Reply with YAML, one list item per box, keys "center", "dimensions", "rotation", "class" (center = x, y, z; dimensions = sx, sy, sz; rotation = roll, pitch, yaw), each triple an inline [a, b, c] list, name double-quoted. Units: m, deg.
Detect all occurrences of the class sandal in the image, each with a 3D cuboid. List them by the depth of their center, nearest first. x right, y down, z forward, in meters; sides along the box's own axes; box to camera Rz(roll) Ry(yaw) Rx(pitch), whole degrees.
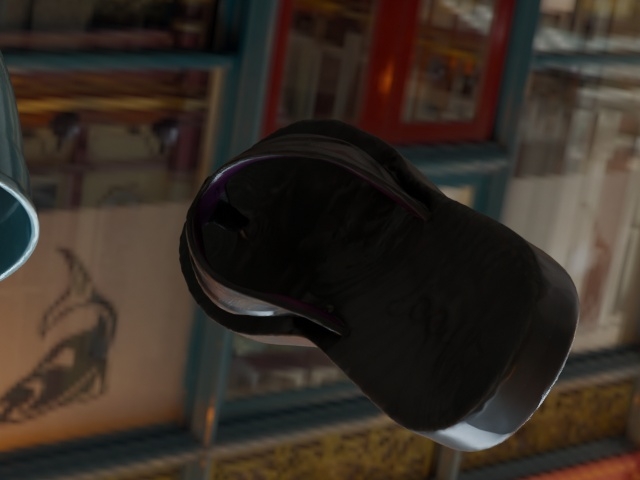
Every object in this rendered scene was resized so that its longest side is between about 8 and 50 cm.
- center: [0.002, -0.002, 1.097]
  dimensions: [0.107, 0.167, 0.446]
  rotation: [30, 177, -29]
  class: "sandal"

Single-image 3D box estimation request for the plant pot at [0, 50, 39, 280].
- center: [-0.366, -0.113, 1.337]
  dimensions: [0.272, 0.271, 0.255]
  rotation: [2, -118, -21]
  class: "plant pot"
